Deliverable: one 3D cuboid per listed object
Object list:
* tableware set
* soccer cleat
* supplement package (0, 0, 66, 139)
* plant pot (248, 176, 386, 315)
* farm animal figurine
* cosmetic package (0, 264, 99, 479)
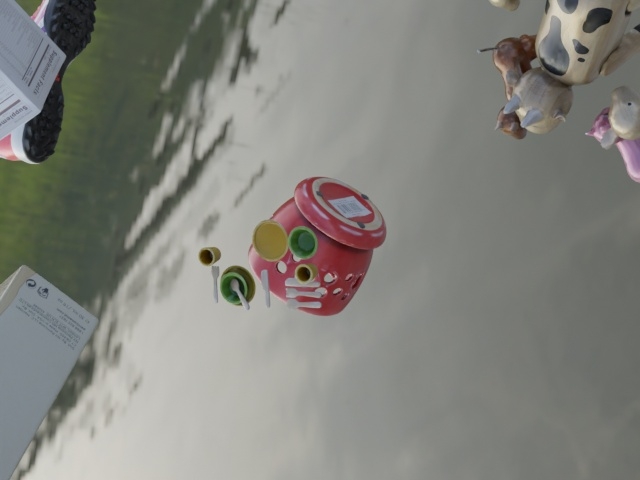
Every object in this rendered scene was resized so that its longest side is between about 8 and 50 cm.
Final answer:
[{"bbox_3d":[-0.069,0.028,1.462,0.154,0.024,0.104,2,100,29],"label":"tableware set"},{"bbox_3d":[-0.427,-0.273,1.933,0.116,0.108,0.318,10,80,24],"label":"soccer cleat"},{"bbox_3d":[-0.424,-0.229,1.436,0.134,0.244,0.139,-29,28,23],"label":"supplement package"},{"bbox_3d":[0.000,0.000,2.126,0.174,0.191,0.191,-59,29,26],"label":"plant pot"},{"bbox_3d":[0.292,-0.182,1.384,0.330,0.172,0.326,27,139,36],"label":"farm animal figurine"},{"bbox_3d":[-0.373,0.191,1.373,0.160,0.113,0.309,-36,21,40],"label":"cosmetic package"}]
